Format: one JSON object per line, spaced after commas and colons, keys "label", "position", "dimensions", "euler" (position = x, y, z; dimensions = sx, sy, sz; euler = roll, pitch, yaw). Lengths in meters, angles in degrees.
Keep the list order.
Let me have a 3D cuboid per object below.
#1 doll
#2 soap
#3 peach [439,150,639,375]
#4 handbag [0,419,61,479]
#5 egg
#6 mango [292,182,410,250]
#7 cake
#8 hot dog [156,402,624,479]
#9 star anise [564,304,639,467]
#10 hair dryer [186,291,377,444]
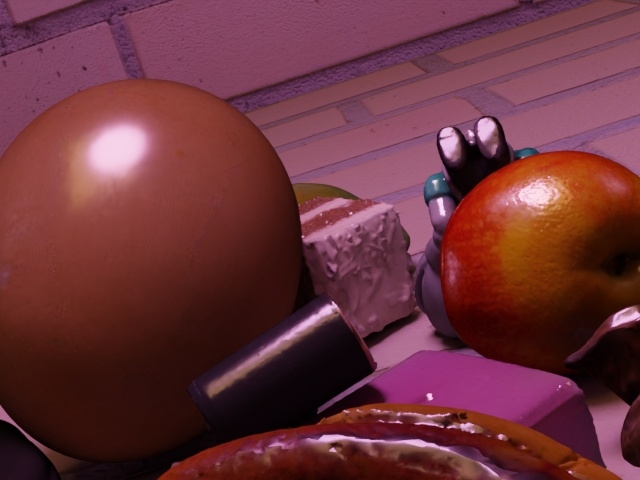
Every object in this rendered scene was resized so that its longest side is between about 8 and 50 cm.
{"label": "doll", "position": [0.156, -0.001, 1.134], "dimensions": [0.195, 0.153, 0.258], "euler": [-27, -36, 35]}
{"label": "soap", "position": [0.040, 0.172, 0.825], "dimensions": [0.259, 0.081, 0.181], "euler": [-27, 17, -29]}
{"label": "peach", "position": [0.195, 0.018, 1.009], "dimensions": [0.190, 0.190, 0.192], "euler": [-26, 19, -30]}
{"label": "handbag", "position": [-0.337, 0.244, 0.982], "dimensions": [0.253, 0.093, 0.308], "euler": [-25, 17, -22]}
{"label": "egg", "position": [-0.167, 0.023, 1.100], "dimensions": [0.301, 0.301, 0.374], "euler": [-13, 46, 17]}
{"label": "mango", "position": [0.000, 0.000, 1.452], "dimensions": [0.156, 0.114, 0.251], "euler": [-15, 23, -33]}
{"label": "cake", "position": [0.015, 0.030, 1.258], "dimensions": [0.134, 0.135, 0.147], "euler": [-26, 17, -38]}
{"label": "hot dog", "position": [0.041, 0.157, 0.631], "dimensions": [0.326, 0.107, 0.194], "euler": [0, 33, 12]}
{"label": "star anise", "position": [0.326, 0.076, 0.789], "dimensions": [0.315, 0.108, 0.315], "euler": [-18, 14, 5]}
{"label": "hair dryer", "position": [-0.031, 0.131, 0.962], "dimensions": [0.128, 0.070, 0.255], "euler": [-32, -16, -11]}
